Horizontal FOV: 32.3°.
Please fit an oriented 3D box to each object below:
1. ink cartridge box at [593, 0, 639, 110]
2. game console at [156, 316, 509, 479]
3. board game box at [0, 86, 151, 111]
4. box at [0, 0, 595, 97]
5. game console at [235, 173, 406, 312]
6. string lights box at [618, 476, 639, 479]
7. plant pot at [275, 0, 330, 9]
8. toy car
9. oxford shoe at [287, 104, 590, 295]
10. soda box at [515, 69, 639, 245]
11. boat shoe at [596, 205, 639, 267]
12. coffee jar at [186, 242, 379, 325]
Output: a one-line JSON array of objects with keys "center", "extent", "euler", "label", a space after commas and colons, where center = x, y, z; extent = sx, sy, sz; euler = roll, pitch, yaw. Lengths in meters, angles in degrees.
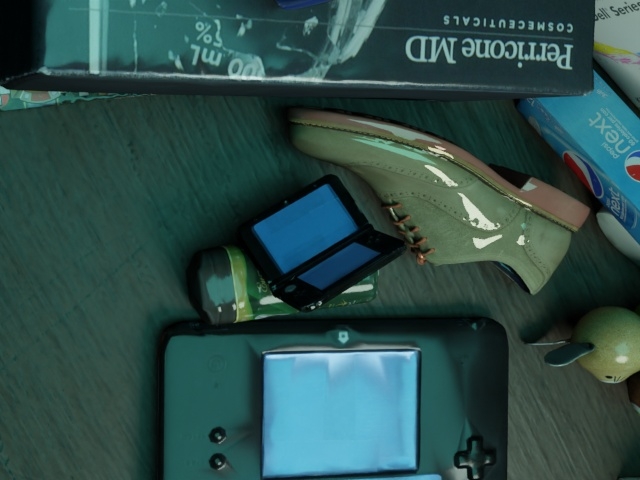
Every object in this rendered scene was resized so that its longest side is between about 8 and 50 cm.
[{"center": [0.346, -0.257, 1.141], "extent": [0.353, 0.207, 0.119], "euler": [44, 81, -14], "label": "ink cartridge box"}, {"center": [0.018, 0.254, 1.173], "extent": [0.387, 0.060, 0.341], "euler": [0, 95, -17], "label": "game console"}, {"center": [-0.275, -0.195, 1.064], "extent": [0.260, 0.030, 0.136], "euler": [-9, 96, -15], "label": "board game box"}, {"center": [-0.030, -0.363, 0.964], "extent": [0.480, 0.297, 0.471], "euler": [-2, 97, -21], "label": "box"}, {"center": [0.000, 0.000, 1.047], "extent": [0.122, 0.107, 0.071], "euler": [-32, 114, -18], "label": "game console"}, {"center": [0.393, 0.413, 1.255], "extent": [0.077, 0.133, 0.259], "euler": [2, 95, -16], "label": "string lights box"}, {"center": [0.066, -0.303, 0.729], "extent": [0.212, 0.236, 0.235], "euler": [-25, 103, -24], "label": "plant pot"}, {"center": [0.325, 0.131, 1.208], "extent": [0.189, 0.155, 0.148], "euler": [2, 94, -7], "label": "toy car"}, {"center": [0.114, -0.040, 1.143], "extent": [0.348, 0.123, 0.130], "euler": [21, 95, -16], "label": "oxford shoe"}, {"center": [0.306, -0.097, 1.177], "extent": [0.071, 0.067, 0.210], "euler": [-38, 78, -9], "label": "soda box"}, {"center": [0.402, 0.010, 1.255], "extent": [0.219, 0.078, 0.070], "euler": [36, 84, -23], "label": "boat shoe"}, {"center": [-0.041, 0.036, 1.116], "extent": [0.185, 0.096, 0.079], "euler": [-8, 91, -16], "label": "coffee jar"}]
